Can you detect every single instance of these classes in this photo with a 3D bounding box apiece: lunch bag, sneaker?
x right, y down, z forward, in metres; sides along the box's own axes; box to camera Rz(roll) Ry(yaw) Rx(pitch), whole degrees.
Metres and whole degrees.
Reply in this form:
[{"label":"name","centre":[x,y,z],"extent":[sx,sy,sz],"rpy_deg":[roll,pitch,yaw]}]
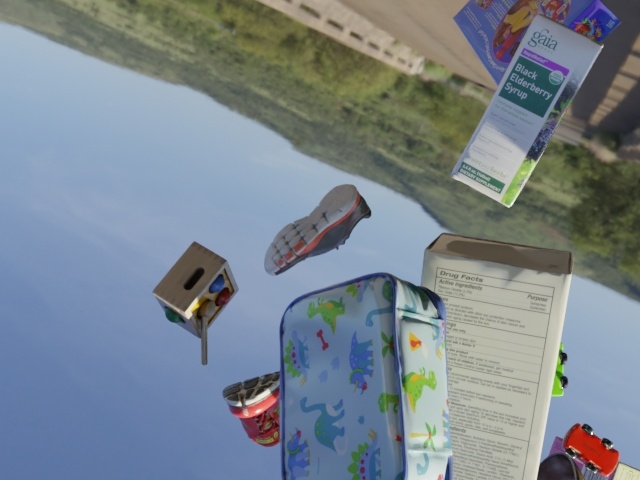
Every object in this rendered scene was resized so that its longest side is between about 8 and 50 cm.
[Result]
[{"label":"lunch bag","centre":[0.037,0.148,0.747],"extent":[0.176,0.219,0.090],"rpy_deg":[-22,150,40]},{"label":"sneaker","centre":[0.000,0.000,0.960],"extent":[0.065,0.158,0.061],"rpy_deg":[39,-158,-37]},{"label":"sneaker","centre":[-0.095,0.292,1.314],"extent":[0.107,0.118,0.279],"rpy_deg":[-17,169,-3]}]

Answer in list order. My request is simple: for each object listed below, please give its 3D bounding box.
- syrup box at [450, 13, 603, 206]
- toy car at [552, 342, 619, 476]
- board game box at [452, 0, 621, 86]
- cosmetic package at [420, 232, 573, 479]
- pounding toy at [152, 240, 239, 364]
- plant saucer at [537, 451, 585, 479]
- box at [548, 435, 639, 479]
[{"label":"syrup box","centre":[0.277,-0.174,1.039],"extent":[0.093,0.237,0.096],"rpy_deg":[30,-159,12]},{"label":"toy car","centre":[0.389,0.283,1.328],"extent":[0.239,0.225,0.053],"rpy_deg":[4,170,-6]},{"label":"board game box","centre":[0.419,-0.445,1.559],"extent":[0.078,0.233,0.347],"rpy_deg":[30,-151,-29]},{"label":"cosmetic package","centre":[0.188,0.159,0.895],"extent":[0.160,0.309,0.113],"rpy_deg":[11,-166,17]},{"label":"pounding toy","centre":[-0.200,0.105,1.276],"extent":[0.100,0.141,0.130],"rpy_deg":[29,157,20]},{"label":"plant saucer","centre":[0.326,0.469,1.146],"extent":[0.050,0.310,0.310],"rpy_deg":[23,-169,5]},{"label":"box","centre":[0.625,0.522,1.603],"extent":[0.243,0.117,0.213],"rpy_deg":[25,173,-14]}]
